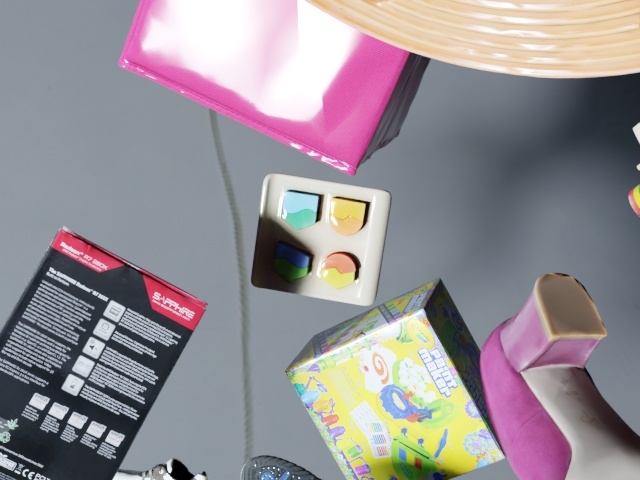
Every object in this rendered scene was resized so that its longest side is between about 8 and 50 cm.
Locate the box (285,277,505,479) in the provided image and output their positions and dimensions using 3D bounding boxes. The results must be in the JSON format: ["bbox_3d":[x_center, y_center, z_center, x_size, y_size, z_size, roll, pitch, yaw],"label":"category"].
[{"bbox_3d":[0.144,0.268,1.686,0.279,0.177,0.290,-26,97,22],"label":"box"}]

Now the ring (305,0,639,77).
[{"bbox_3d":[0.071,-0.187,0.375,0.336,0.336,0.032,27,62,-8],"label":"ring"}]

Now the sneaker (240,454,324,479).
[{"bbox_3d":[-0.005,0.329,1.157,0.211,0.081,0.080,32,76,-2],"label":"sneaker"}]

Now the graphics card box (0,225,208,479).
[{"bbox_3d":[-0.345,0.196,1.316,0.232,0.094,0.371,29,80,-15],"label":"graphics card box"}]

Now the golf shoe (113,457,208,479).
[{"bbox_3d":[-0.266,0.399,1.607,0.198,0.077,0.094,11,98,21],"label":"golf shoe"}]

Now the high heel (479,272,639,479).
[{"bbox_3d":[0.227,0.225,0.863,0.127,0.181,0.377,7,50,-8],"label":"high heel"}]

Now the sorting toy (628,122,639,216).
[{"bbox_3d":[0.453,-0.074,1.203,0.274,0.046,0.132,2,59,-37],"label":"sorting toy"}]

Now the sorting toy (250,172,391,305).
[{"bbox_3d":[0.000,0.000,1.549,0.208,0.038,0.193,8,101,1],"label":"sorting toy"}]

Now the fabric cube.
[{"bbox_3d":[-0.004,-0.250,0.945,0.254,0.259,0.258,26,109,6],"label":"fabric cube"}]
